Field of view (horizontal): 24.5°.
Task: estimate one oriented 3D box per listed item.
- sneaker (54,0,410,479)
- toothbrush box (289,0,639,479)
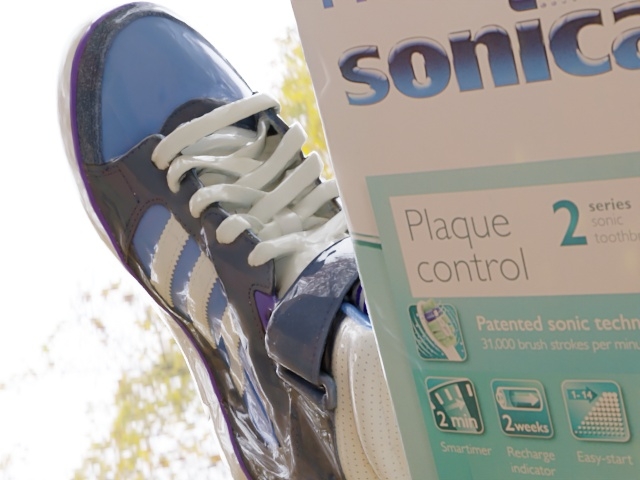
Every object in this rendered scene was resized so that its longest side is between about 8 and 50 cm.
[{"bbox_3d":[0.000,0.001,0.743,0.130,0.236,0.323,-25,-86,-33],"label":"sneaker"},{"bbox_3d":[0.139,0.035,0.366,0.216,0.126,0.296,-3,-74,38],"label":"toothbrush box"}]
